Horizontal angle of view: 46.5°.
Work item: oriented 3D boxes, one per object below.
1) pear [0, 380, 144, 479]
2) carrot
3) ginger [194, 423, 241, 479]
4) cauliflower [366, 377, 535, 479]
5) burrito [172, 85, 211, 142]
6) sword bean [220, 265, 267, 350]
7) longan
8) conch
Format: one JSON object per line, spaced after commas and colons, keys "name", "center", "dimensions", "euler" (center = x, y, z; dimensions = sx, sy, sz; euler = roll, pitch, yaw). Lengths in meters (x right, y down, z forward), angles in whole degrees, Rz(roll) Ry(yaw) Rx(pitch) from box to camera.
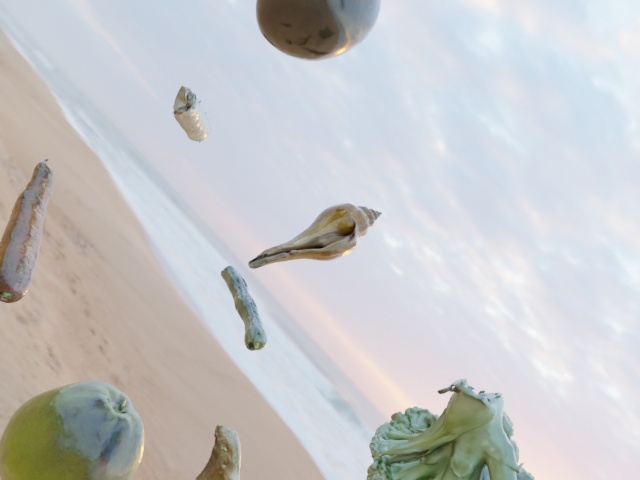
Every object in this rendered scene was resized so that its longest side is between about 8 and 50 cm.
{"name": "pear", "center": [-0.517, 0.433, 1.541], "dimensions": [0.269, 0.321, 0.269], "euler": [51, 8, -10]}
{"name": "carrot", "center": [-0.422, -0.018, 1.067], "dimensions": [0.059, 0.059, 0.248], "euler": [53, 29, -47]}
{"name": "ginger", "center": [-0.214, 0.416, 1.230], "dimensions": [0.086, 0.295, 0.131], "euler": [23, 24, -36]}
{"name": "cauliflower", "center": [0.219, 0.345, 1.103], "dimensions": [0.327, 0.281, 0.260], "euler": [43, 16, 34]}
{"name": "burrito", "center": [-0.291, -0.284, 1.684], "dimensions": [0.226, 0.060, 0.087], "euler": [83, 7, -80]}
{"name": "sword bean", "center": [-0.126, 0.109, 1.234], "dimensions": [0.043, 0.038, 0.269], "euler": [11, 18, -20]}
{"name": "longan", "center": [0.002, -0.392, 1.211], "dimensions": [0.196, 0.220, 0.197], "euler": [37, -35, 32]}
{"name": "conch", "center": [-0.001, 0.003, 1.502], "dimensions": [0.109, 0.330, 0.093], "euler": [52, -28, 21]}
